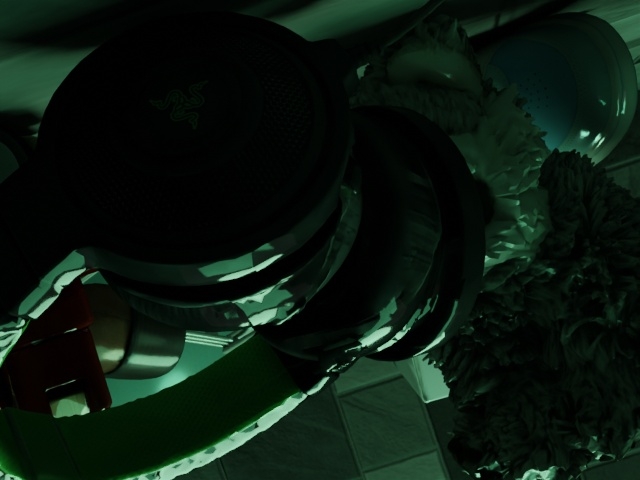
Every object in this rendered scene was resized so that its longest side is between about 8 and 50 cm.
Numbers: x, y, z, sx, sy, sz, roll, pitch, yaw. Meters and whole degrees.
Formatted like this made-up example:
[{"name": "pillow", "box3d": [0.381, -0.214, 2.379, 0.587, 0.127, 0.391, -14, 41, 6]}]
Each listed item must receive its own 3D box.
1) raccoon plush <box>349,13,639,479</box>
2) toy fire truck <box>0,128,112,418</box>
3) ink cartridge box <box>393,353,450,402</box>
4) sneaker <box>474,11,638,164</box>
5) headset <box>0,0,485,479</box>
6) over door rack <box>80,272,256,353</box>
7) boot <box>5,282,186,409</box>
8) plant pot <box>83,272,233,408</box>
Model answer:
[{"name": "raccoon plush", "box3d": [0.133, -0.017, 0.977, 0.216, 0.299, 0.446, -34, 180, 18]}, {"name": "toy fire truck", "box3d": [-0.209, 0.083, 0.755, 0.217, 0.246, 0.158, -19, 179, -2]}, {"name": "ink cartridge box", "box3d": [0.142, 0.010, 1.368, 0.198, 0.197, 0.270, -15, -166, -6]}, {"name": "sneaker", "box3d": [0.085, -0.078, 1.068, 0.208, 0.127, 0.319, -20, 179, -29]}, {"name": "headset", "box3d": [0.000, 0.000, 0.608, 0.394, 0.185, 0.243, -45, 149, 13]}, {"name": "over door rack", "box3d": [-0.104, 0.022, 1.194, 0.239, 0.108, 0.324, 11, 165, -33]}, {"name": "boot", "box3d": [-0.285, 0.077, 1.027, 0.280, 0.096, 0.264, 13, 163, -35]}, {"name": "plant pot", "box3d": [-0.216, 0.087, 1.597, 0.293, 0.235, 0.293, -18, 179, 0]}]
